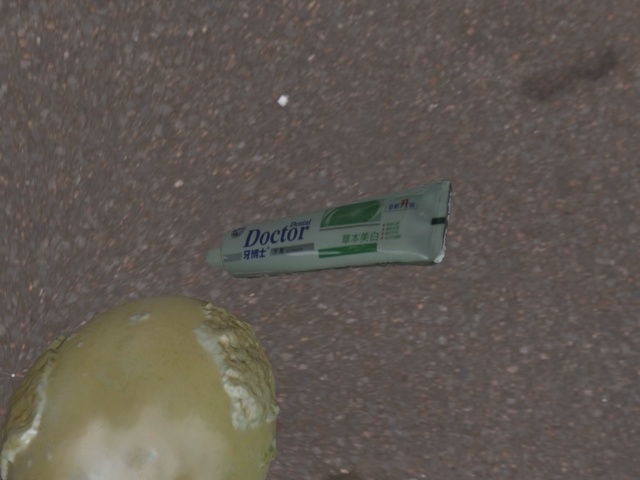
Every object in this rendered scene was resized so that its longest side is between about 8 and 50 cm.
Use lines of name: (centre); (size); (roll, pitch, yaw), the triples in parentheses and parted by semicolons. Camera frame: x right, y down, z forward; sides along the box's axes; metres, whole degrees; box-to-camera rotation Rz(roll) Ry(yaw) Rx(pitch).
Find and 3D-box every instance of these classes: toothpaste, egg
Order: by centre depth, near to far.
egg: (-0.108, 0.118, 0.668); (0.164, 0.164, 0.201); (39, 39, -8)
toothpaste: (0.000, 0.000, 0.792); (0.041, 0.218, 0.064); (35, 56, -43)
